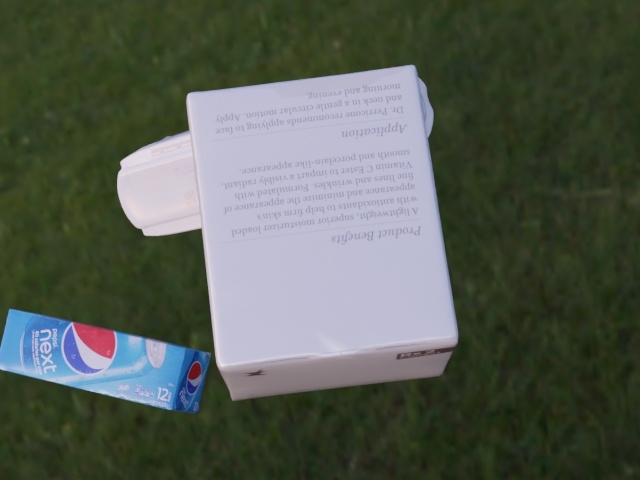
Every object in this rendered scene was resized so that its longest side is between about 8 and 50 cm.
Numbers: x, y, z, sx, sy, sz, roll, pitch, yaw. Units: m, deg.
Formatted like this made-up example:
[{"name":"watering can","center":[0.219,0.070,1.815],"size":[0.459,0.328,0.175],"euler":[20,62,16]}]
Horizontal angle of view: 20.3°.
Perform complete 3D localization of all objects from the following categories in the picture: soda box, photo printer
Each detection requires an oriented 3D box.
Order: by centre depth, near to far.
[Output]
[{"name":"soda box","center":[-0.226,0.125,1.867],"size":[0.210,0.071,0.067],"euler":[10,86,20]},{"name":"photo printer","center":[-0.037,-0.103,1.977],"size":[0.256,0.107,0.307],"euler":[-13,8,36]}]

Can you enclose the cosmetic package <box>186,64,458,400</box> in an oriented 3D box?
[{"name":"cosmetic package","center":[0.000,0.000,1.178],"size":[0.151,0.151,0.184],"euler":[-6,78,-1]}]
